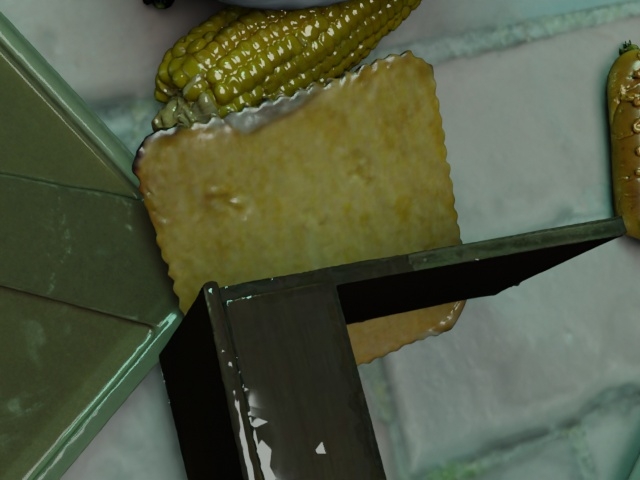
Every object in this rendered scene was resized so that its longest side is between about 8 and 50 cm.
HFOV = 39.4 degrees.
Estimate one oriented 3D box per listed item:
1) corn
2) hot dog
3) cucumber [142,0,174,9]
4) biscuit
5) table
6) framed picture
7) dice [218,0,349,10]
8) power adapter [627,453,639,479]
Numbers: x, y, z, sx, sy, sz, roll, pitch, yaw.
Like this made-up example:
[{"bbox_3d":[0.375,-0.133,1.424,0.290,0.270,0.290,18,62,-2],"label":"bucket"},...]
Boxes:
[{"bbox_3d":[-0.019,-0.153,0.668,0.261,0.097,0.097,-40,98,-15],"label":"corn"},{"bbox_3d":[0.288,-0.085,0.772,0.072,0.055,0.188,-3,89,-15],"label":"hot dog"},{"bbox_3d":[-0.096,-0.233,0.681,0.034,0.033,0.135,30,79,-46],"label":"cucumber"},{"bbox_3d":[0.000,0.000,0.662,0.232,0.013,0.237,-21,115,-16],"label":"biscuit"},{"bbox_3d":[0.070,0.142,0.568,0.281,0.196,0.251,-10,75,-20],"label":"table"},{"bbox_3d":[-0.292,-0.021,0.539,0.446,0.028,0.326,50,63,-21],"label":"framed picture"},{"bbox_3d":[-0.011,-0.328,0.550,0.270,0.271,0.270,-17,68,-15],"label":"dice"},{"bbox_3d":[0.382,0.177,0.752,0.187,0.124,0.255,32,78,-14],"label":"power adapter"}]
